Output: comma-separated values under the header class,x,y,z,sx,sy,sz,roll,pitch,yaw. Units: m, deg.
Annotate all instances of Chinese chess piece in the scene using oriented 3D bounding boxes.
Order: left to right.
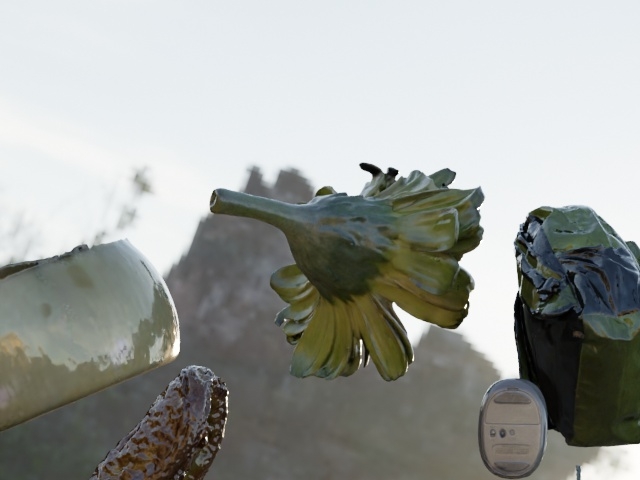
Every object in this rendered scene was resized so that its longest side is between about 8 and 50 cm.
class,x,y,z,sx,sy,sz,roll,pitch,yaw
Chinese chess piece,-0.304,0.112,1.712,0.338,0.140,0.338,-21,-2,-1

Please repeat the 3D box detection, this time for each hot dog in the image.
class,x,y,z,sx,sy,sz,roll,pitch,yaw
hot dog,-0.121,0.163,1.352,0.065,0.147,0.099,41,-7,15

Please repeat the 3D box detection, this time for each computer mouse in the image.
class,x,y,z,sx,sy,sz,roll,pitch,yaw
computer mouse,0.183,0.178,1.677,0.066,0.096,0.039,0,-9,12

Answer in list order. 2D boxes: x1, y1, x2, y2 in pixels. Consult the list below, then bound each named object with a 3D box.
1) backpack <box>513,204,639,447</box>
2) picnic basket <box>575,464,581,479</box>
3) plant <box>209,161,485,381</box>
class,x,y,z,sx,sy,sz,roll,pitch,yaw
backpack,0.265,0.078,1.819,0.140,0.253,0.207,-6,-53,-6
picnic basket,0.205,0.232,1.473,0.083,0.065,0.083,13,22,-3
plant,0.028,-0.011,1.972,0.297,0.261,0.306,40,-53,-8
